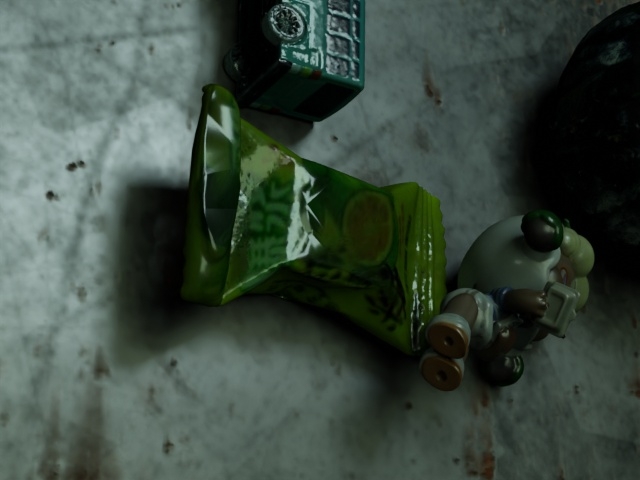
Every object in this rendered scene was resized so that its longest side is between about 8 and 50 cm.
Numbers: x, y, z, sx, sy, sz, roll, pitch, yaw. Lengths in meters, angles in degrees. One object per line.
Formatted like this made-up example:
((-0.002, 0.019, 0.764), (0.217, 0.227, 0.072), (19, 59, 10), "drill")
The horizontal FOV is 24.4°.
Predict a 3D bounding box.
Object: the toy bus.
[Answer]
((-0.013, -0.175, 1.078), (0.092, 0.079, 0.160), (12, 65, -27), "toy bus")

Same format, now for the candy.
((0.000, 0.000, 1.019), (0.246, 0.069, 0.149), (18, 63, -35), "candy")

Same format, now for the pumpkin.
((0.294, -0.086, 1.179), (0.233, 0.163, 0.233), (7, 67, -17), "pumpkin")

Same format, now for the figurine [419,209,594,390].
((0.136, 0.045, 1.051), (0.094, 0.147, 0.197), (19, 31, 12), "figurine")
